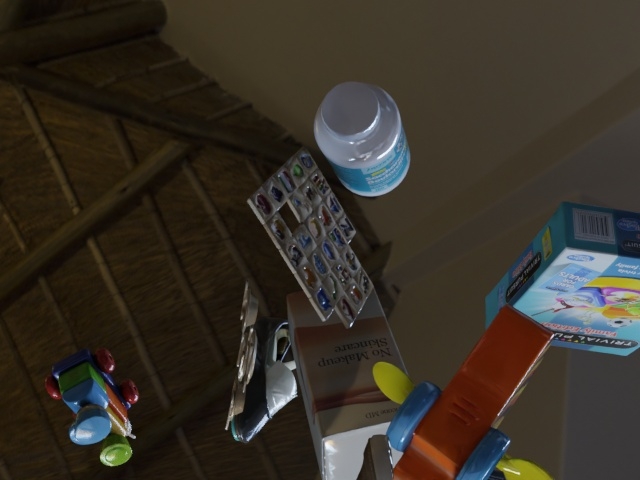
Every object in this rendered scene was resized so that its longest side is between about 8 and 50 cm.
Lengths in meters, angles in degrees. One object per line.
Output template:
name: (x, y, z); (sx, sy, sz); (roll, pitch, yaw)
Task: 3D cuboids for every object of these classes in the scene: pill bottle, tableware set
pill bottle: (0.072, -0.177, 1.265); (0.146, 0.264, 0.146); (-3, -102, 12)
tableware set: (-0.097, 0.143, 0.915); (0.020, 0.141, 0.169); (10, -151, -8)

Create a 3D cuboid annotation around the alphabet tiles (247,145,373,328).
alphabet tiles: (0.000, 0.000, 1.054); (0.237, 0.009, 0.198); (59, -148, -14)

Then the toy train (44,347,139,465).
toy train: (-0.329, 0.296, 1.163); (0.105, 0.248, 0.143); (-27, -138, -7)

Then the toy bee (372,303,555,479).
toy bee: (0.106, 0.201, 0.708); (0.298, 0.162, 0.195); (-30, -117, -8)

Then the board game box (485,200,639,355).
board game box: (0.429, 0.074, 1.131); (0.253, 0.336, 0.079); (8, -119, -3)

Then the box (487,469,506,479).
box: (0.276, 0.600, 1.242); (0.182, 0.296, 0.294); (14, -148, -5)

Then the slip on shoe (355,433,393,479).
slip on shoe: (0.028, 0.189, 0.488); (0.041, 0.135, 0.051); (0, -152, 2)

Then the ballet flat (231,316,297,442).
ballet flat: (-0.088, 0.225, 1.270); (0.096, 0.095, 0.280); (-6, -145, 8)

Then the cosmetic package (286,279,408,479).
cosmetic package: (0.045, 0.208, 1.122); (0.153, 0.129, 0.296); (-10, -141, -8)
